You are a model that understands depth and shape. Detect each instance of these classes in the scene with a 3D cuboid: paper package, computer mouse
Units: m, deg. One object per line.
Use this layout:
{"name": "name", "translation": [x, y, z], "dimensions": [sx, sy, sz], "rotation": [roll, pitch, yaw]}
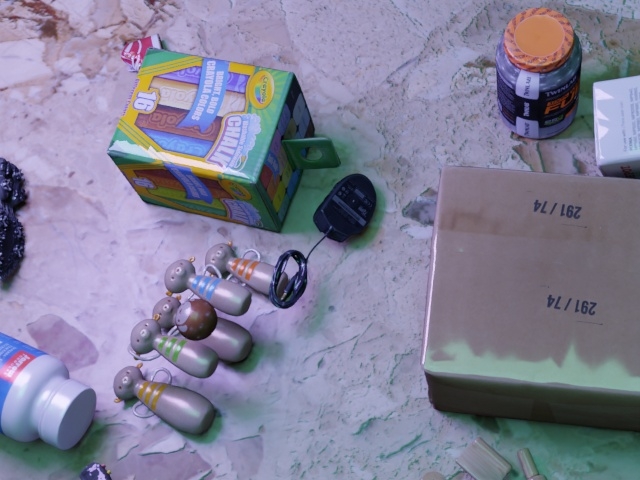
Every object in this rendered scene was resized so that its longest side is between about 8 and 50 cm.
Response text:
{"name": "paper package", "translation": [0.305, 0.073, 1.525], "dimensions": [0.325, 0.168, 0.309], "rotation": [4, 67, 12]}
{"name": "computer mouse", "translation": [0.000, 0.000, 1.657], "dimensions": [0.071, 0.041, 0.242], "rotation": [44, 64, -10]}

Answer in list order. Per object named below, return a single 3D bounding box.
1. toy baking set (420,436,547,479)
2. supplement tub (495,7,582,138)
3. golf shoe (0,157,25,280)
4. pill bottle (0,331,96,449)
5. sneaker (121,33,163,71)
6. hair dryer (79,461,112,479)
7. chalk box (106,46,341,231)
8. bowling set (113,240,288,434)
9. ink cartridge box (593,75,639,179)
{"name": "toy baking set", "translation": [0.216, 0.373, 1.462], "dimensions": [0.197, 0.030, 0.256], "rotation": [-17, 66, -16]}
{"name": "supplement tub", "translation": [0.301, -0.231, 1.640], "dimensions": [0.117, 0.190, 0.117], "rotation": [-4, 67, 9]}
{"name": "golf shoe", "translation": [-0.494, -0.025, 1.762], "dimensions": [0.094, 0.077, 0.198], "rotation": [-13, 58, 16]}
{"name": "pill bottle", "translation": [-0.422, 0.200, 1.619], "dimensions": [0.221, 0.124, 0.124], "rotation": [20, 72, 17]}
{"name": "sneaker", "translation": [-0.272, -0.265, 1.834], "dimensions": [0.067, 0.042, 0.118], "rotation": [-14, 58, 0]}
{"name": "hair dryer", "translation": [-0.238, 0.441, 1.476], "dimensions": [0.293, 0.080, 0.223], "rotation": [33, 92, 26]}
{"name": "chalk box", "translation": [-0.120, -0.134, 1.678], "dimensions": [0.289, 0.180, 0.179], "rotation": [13, 70, 16]}
{"name": "bowling set", "translation": [-0.179, 0.095, 1.588], "dimensions": [0.154, 0.200, 0.287], "rotation": [22, 69, 19]}
{"name": "ink cartridge box", "translation": [0.502, -0.144, 1.528], "dimensions": [0.273, 0.197, 0.114], "rotation": [-7, 76, 21]}
